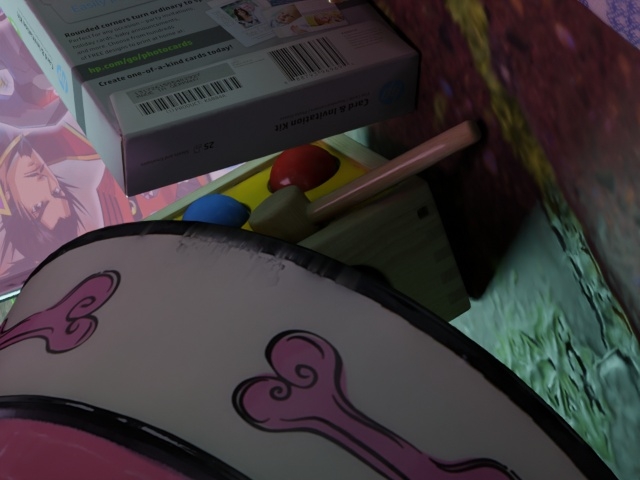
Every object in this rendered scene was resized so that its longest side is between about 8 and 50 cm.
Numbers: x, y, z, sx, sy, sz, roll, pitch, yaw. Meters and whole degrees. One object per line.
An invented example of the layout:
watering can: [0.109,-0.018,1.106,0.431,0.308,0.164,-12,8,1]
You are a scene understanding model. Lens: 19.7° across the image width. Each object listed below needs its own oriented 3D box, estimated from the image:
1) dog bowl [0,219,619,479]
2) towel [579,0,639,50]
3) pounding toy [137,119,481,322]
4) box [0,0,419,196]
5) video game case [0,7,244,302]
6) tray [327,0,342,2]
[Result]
dog bowl: [-0.033,0.201,0.803,0.408,0.150,0.408,24,136,26]
towel: [0.097,-0.161,0.577,0.285,0.034,0.209,48,152,50]
pounding toy: [0.000,0.000,0.844,0.141,0.130,0.100,34,150,58]
box: [-0.062,-0.106,0.862,0.186,0.145,0.038,53,151,39]
video game case: [-0.159,-0.105,1.047,0.275,0.035,0.248,-19,89,33]
tray: [-0.051,-0.297,0.718,0.203,0.076,0.411,89,158,-47]
